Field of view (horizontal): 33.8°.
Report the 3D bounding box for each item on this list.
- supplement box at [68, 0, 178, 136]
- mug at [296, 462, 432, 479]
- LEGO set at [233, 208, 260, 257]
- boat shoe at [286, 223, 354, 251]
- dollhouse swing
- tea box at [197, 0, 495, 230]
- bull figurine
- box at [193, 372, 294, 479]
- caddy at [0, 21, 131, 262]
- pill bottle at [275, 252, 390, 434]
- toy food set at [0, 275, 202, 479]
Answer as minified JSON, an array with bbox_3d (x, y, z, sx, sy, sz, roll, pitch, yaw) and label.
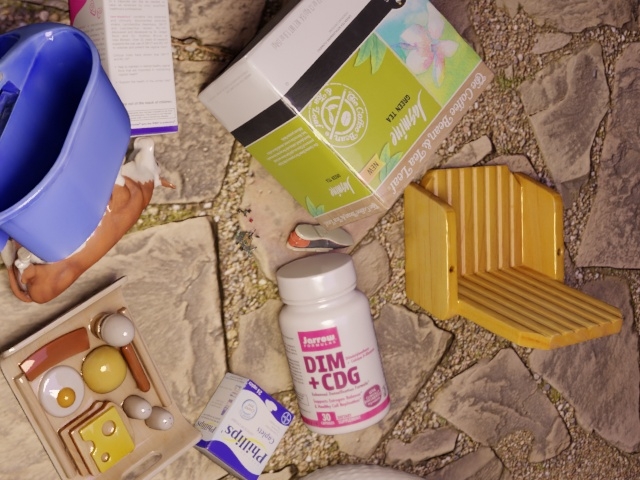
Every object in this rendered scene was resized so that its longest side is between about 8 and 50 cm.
[{"bbox_3d":[-0.292,-0.264,1.557,0.113,0.111,0.220,-11,101,-39],"label":"supplement box"},{"bbox_3d":[0.072,0.564,1.784,0.276,0.328,0.374,10,87,-39],"label":"mug"},{"bbox_3d":[-0.128,-0.011,1.775,0.054,0.023,0.083,19,68,-41],"label":"LEGO set"},{"bbox_3d":[0.000,0.000,1.865,0.137,0.049,0.043,3,134,-42],"label":"boat shoe"},{"bbox_3d":[0.387,0.018,2.018,0.346,0.305,0.315,-6,98,-38],"label":"dollhouse swing"},{"bbox_3d":[0.043,-0.251,1.716,0.323,0.220,0.329,45,65,-14],"label":"tea box"},{"bbox_3d":[-0.333,-0.042,1.515,0.310,0.101,0.188,-52,160,-16],"label":"bull figurine"},{"bbox_3d":[-0.133,0.313,1.760,0.126,0.072,0.137,44,67,-32],"label":"box"},{"bbox_3d":[-0.395,-0.131,1.360,0.179,0.241,0.341,64,31,-52],"label":"caddy"},{"bbox_3d":[0.018,0.175,1.816,0.160,0.160,0.283,-23,107,-36],"label":"pill bottle"},{"bbox_3d":[-0.320,0.234,1.586,0.219,0.092,0.306,-35,114,-32],"label":"toy food set"}]
